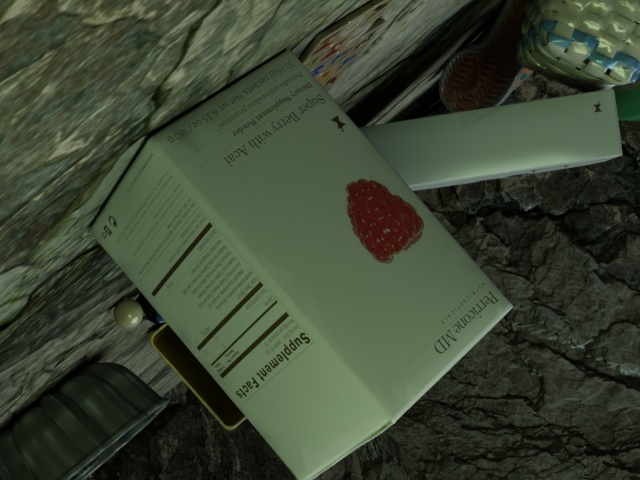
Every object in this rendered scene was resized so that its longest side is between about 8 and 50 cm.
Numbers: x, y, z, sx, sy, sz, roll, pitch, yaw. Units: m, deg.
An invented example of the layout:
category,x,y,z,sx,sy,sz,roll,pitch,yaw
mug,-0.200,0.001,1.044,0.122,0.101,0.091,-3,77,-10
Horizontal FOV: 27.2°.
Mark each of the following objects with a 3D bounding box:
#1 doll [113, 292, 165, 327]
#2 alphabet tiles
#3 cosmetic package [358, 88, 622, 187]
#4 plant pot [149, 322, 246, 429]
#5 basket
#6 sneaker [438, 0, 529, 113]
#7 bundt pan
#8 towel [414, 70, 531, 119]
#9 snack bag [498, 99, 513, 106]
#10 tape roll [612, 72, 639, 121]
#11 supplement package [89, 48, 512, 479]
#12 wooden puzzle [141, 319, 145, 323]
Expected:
category,x,y,z,sx,sy,sz,roll,pitch,yaw
doll,-0.179,0.086,1.702,0.189,0.046,0.129,-2,-169,-36
alphabet tiles,-0.014,-0.155,1.285,0.198,0.009,0.237,-38,176,-37
cosmetic package,0.210,-0.128,1.815,0.377,0.097,0.284,-8,179,9
plant pot,-0.153,0.167,2.289,0.212,0.212,0.187,-41,-171,-3
basket,0.382,-0.342,1.719,0.255,0.201,0.289,-156,-94,-87
sneaker,0.296,-0.294,1.996,0.121,0.108,0.302,-32,170,-40
bundt pan,-0.390,0.301,1.969,0.331,0.124,0.331,-41,176,-3
towel,0.282,-0.264,2.283,0.271,0.040,0.370,-37,-175,-36
snack bag,0.142,-0.123,2.275,0.342,0.037,0.323,-37,-173,-15
tape roll,0.469,-0.329,1.878,0.077,0.321,0.321,1,159,-21
supplement package,-0.019,0.023,1.125,0.177,0.293,0.175,-39,176,-37
wooden puzzle,-0.244,0.101,1.980,0.049,0.006,0.083,-37,175,-43
